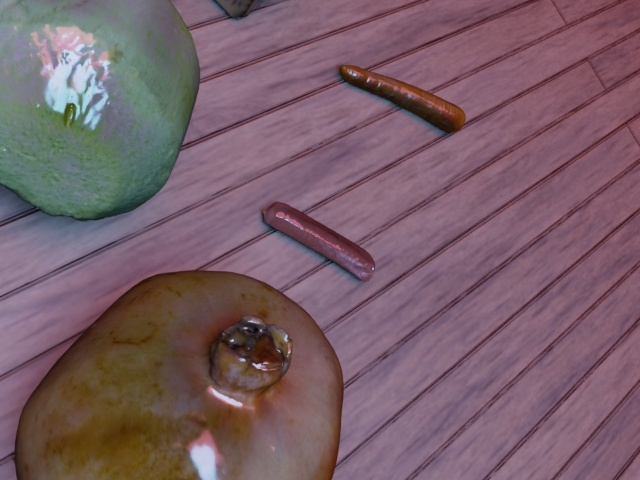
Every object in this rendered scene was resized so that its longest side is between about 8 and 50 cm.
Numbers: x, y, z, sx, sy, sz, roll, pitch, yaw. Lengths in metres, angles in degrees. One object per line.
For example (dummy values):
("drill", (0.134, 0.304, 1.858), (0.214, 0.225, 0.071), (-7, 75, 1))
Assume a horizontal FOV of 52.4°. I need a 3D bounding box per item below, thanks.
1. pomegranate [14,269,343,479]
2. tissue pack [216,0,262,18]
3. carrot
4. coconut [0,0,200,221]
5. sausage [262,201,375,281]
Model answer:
("pomegranate", (-0.093, 0.137, 0.498), (0.229, 0.270, 0.252), (45, 52, 2))
("tissue pack", (-0.046, -0.439, 0.691), (0.238, 0.305, 0.238), (10, 67, -26))
("carrot", (0.106, -0.188, 0.848), (0.190, 0.037, 0.037), (20, 66, -17))
("coconut", (-0.216, -0.143, 0.566), (0.236, 0.204, 0.236), (5, 47, -6))
("sausage", (0.000, 0.000, 0.730), (0.147, 0.035, 0.030), (31, 30, -16))
